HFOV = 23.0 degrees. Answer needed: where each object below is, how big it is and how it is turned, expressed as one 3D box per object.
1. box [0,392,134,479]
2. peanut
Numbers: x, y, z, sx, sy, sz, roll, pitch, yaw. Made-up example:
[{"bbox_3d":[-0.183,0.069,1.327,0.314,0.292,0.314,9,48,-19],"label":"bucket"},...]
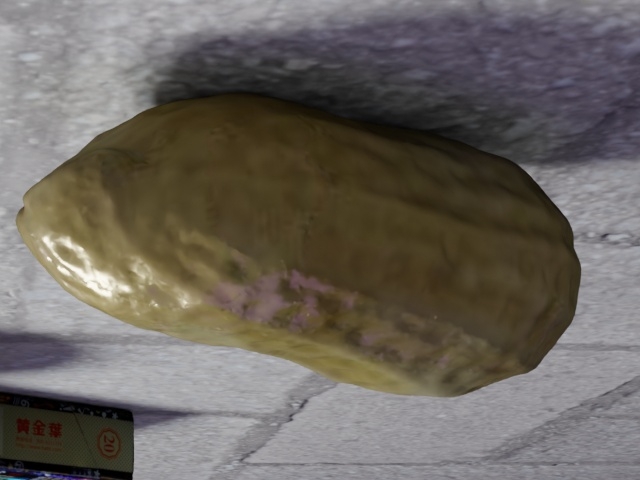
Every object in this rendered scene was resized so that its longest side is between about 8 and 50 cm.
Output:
[{"bbox_3d":[-0.374,0.218,1.655,0.198,0.084,0.310,-19,156,41],"label":"box"},{"bbox_3d":[0.004,0.000,0.902,0.340,0.158,0.174,17,-175,-36],"label":"peanut"}]
